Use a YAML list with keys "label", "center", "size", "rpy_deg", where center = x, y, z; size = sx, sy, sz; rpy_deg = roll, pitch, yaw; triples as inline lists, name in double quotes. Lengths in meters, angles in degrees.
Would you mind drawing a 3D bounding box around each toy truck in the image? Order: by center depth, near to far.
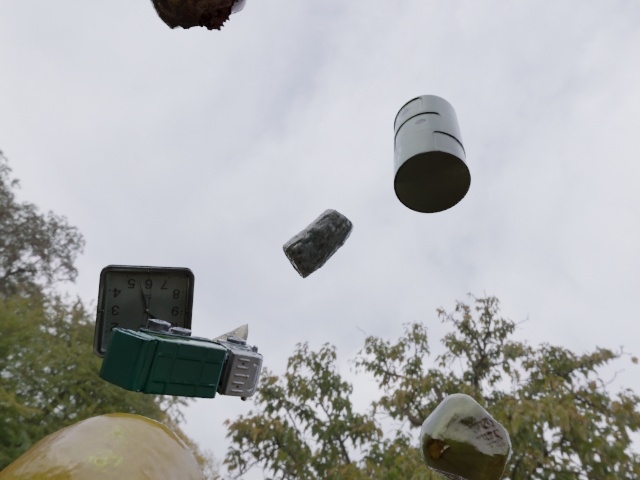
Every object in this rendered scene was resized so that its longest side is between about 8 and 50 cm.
- label: "toy truck"
  center: [-0.222, 0.205, 0.689]
  size: [0.253, 0.114, 0.124]
  rpy_deg: [19, -10, -30]

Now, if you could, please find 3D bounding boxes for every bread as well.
- label: "bread"
  center: [-0.299, 0.324, 1.315]
  size: [0.105, 0.152, 0.077]
  rpy_deg: [13, -66, 2]

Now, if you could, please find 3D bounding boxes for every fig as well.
- label: "fig"
  center: [0.244, 0.357, 0.724]
  size: [0.144, 0.165, 0.154]
  rpy_deg: [8, -86, 54]

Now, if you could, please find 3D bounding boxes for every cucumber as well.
- label: "cucumber"
  center: [-0.002, 0.001, 0.622]
  size: [0.064, 0.112, 0.064]
  rpy_deg: [46, -14, 15]

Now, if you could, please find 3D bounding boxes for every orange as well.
- label: "orange"
  center: [-0.262, 0.337, 0.459]
  size: [0.235, 0.279, 0.279]
  rpy_deg: [28, -54, 3]

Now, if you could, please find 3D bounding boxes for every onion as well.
- label: "onion"
  center: [-0.208, -0.460, 0.715]
  size: [0.173, 0.198, 0.135]
  rpy_deg: [0, -43, 12]

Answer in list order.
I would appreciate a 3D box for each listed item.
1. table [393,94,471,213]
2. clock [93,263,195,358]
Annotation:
- label: "table"
  center: [0.196, -0.164, 0.757]
  size: [0.126, 0.220, 0.126]
  rpy_deg: [5, -47, 6]
- label: "clock"
  center: [-0.535, 0.215, 1.272]
  size: [0.273, 0.049, 0.279]
  rpy_deg: [5, -95, -23]
